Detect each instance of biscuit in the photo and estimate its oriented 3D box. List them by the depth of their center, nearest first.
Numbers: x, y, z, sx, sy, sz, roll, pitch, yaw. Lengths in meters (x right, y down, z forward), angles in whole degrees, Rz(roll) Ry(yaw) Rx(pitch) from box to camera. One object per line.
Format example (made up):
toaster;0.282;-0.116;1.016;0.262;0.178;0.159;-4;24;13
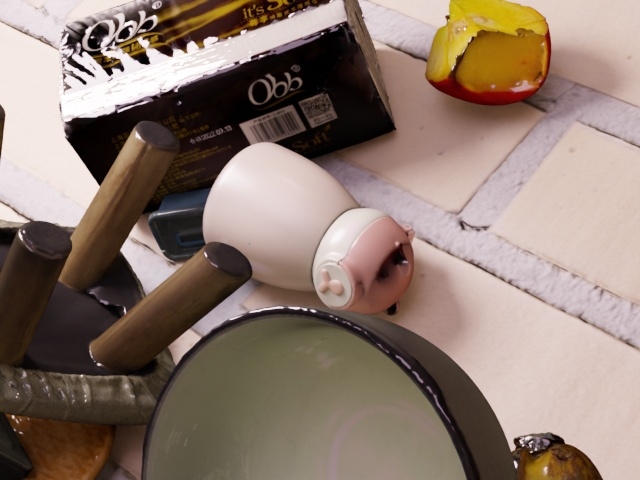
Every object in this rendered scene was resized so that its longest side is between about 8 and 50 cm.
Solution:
biscuit;-0.298;0.212;1.548;0.144;0.033;0.224;-36;41;-18

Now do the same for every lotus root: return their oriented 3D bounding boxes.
lotus root;0.208;0.267;1.259;0.120;0.120;0.210;-12;50;14

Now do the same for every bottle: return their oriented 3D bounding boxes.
bottle;0.000;0.000;1.535;0.236;0.147;0.147;28;68;28

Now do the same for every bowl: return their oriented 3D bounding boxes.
bowl;0.033;0.219;1.220;0.353;0.185;0.354;5;99;34

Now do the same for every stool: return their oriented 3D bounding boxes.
stool;-0.273;0.015;1.483;0.226;0.310;0.310;-58;45;26

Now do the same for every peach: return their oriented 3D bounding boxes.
peach;0.200;-0.221;1.637;0.151;0.118;0.151;-35;34;29

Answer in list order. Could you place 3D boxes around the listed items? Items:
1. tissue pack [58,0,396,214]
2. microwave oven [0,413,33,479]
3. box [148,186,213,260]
tissue pack;-0.108;-0.192;1.679;0.369;0.210;0.198;-17;46;9
microwave oven;-0.484;0.255;1.445;0.295;0.237;0.181;-43;50;2
box;-0.146;-0.023;1.658;0.099;0.074;0.054;-8;38;17
